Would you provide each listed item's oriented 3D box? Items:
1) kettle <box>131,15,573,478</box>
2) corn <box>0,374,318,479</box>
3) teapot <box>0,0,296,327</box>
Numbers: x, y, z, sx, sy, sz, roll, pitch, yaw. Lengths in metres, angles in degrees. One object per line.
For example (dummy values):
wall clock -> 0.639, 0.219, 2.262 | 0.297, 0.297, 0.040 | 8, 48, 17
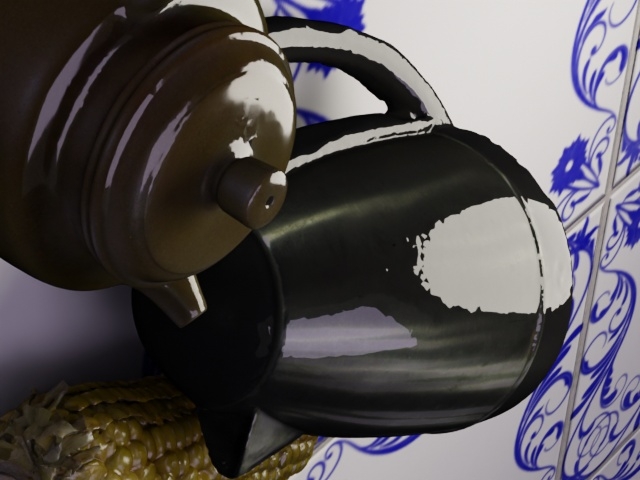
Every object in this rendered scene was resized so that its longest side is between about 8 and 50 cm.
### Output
kettle -> 0.007, 0.015, 1.025 | 0.271, 0.207, 0.250 | -7, 130, -47
corn -> -0.103, 0.139, 1.059 | 0.318, 0.115, 0.115 | -1, 118, -59
teapot -> -0.090, -0.067, 0.813 | 0.185, 0.175, 0.267 | -40, 146, -35
